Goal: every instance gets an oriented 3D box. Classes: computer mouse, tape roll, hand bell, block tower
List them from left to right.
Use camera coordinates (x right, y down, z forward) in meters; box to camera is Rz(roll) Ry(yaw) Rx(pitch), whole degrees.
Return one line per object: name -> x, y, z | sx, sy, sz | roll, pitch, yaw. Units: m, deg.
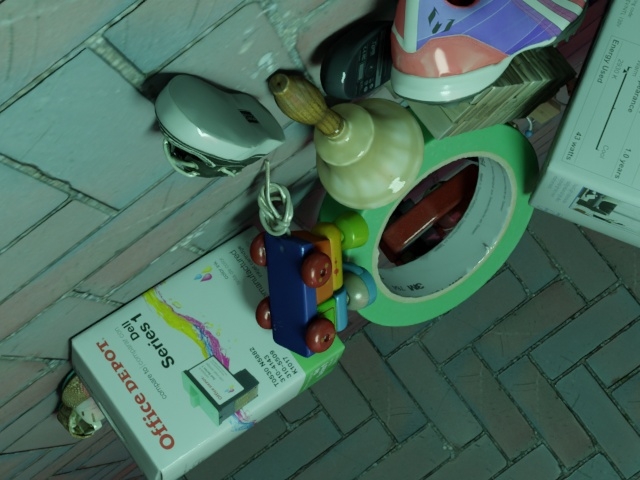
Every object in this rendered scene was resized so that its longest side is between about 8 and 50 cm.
hand bell -> 0.007, -0.116, 1.132 | 0.126, 0.126, 0.242 | -39, 157, 12
computer mouse -> 0.075, -0.200, 1.114 | 0.242, 0.041, 0.071 | -33, 141, -43
tape roll -> 0.146, -0.034, 1.523 | 0.321, 0.077, 0.321 | -23, 135, -25
block tower -> 0.201, -0.195, 1.368 | 0.091, 0.097, 0.335 | -44, 166, 29

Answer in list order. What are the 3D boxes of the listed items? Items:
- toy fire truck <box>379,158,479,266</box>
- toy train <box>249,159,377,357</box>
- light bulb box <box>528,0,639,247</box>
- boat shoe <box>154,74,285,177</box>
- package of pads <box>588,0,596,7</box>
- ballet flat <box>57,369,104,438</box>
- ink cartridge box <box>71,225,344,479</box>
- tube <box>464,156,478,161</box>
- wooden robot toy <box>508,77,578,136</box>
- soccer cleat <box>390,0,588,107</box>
toy fire truck -> 0.186, -0.043, 1.781 | 0.254, 0.169, 0.302 | -41, 170, 2
toy train -> 0.000, 0.000, 1.334 | 0.143, 0.105, 0.248 | -27, 125, -39
light bulb box -> 0.500, -0.158, 1.427 | 0.225, 0.361, 0.357 | 66, 47, -80
boat shoe -> -0.092, -0.083, 0.953 | 0.070, 0.077, 0.219 | -40, 171, 13
package of pads -> 0.338, -0.321, 1.432 | 0.050, 0.032, 0.083 | -39, 169, 17
ballet flat -> -0.320, 0.226, 1.572 | 0.073, 0.067, 0.206 | -32, 168, -24
ink cartridge box -> -0.143, 0.145, 1.426 | 0.278, 0.201, 0.117 | -33, 167, -20
tube -> 0.213, -0.156, 1.719 | 0.080, 0.052, 0.207 | -51, 161, 13
wooden robot toy -> 0.329, -0.224, 1.788 | 0.079, 0.076, 0.173 | 26, 142, -29
soccer cleat -> 0.173, -0.236, 1.098 | 0.318, 0.109, 0.116 | -37, 134, -42
